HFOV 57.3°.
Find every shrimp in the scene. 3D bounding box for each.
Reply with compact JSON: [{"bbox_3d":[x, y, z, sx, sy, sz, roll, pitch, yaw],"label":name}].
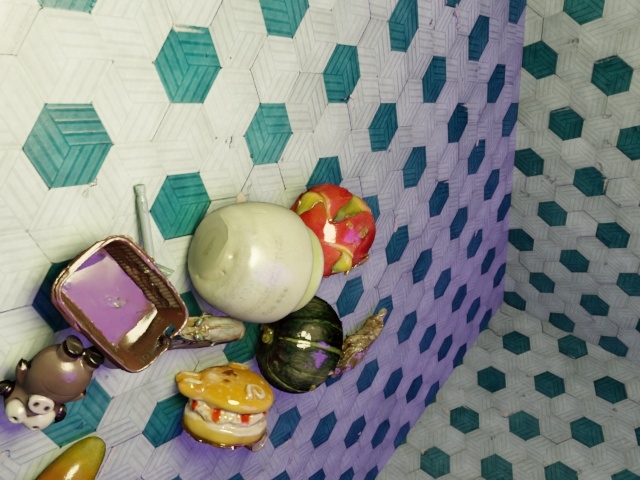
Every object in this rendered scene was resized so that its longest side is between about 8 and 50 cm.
[{"bbox_3d":[-0.331,0.254,1.564,0.360,0.246,0.086,52,23,-74],"label":"shrimp"}]

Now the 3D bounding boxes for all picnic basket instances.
[{"bbox_3d":[-0.457,0.133,1.317,0.222,0.129,0.297,-47,121,-25],"label":"picnic basket"}]

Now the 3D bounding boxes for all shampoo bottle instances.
[{"bbox_3d":[-0.172,0.056,1.550,0.317,0.322,0.323,11,103,-51],"label":"shampoo bottle"}]

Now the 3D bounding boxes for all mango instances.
[{"bbox_3d":[-0.649,0.620,1.456,0.289,0.129,0.146,-60,146,-22],"label":"mango"}]

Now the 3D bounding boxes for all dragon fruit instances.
[{"bbox_3d":[0.000,0.000,1.773,0.226,0.305,0.306,-46,144,-42],"label":"dragon fruit"}]

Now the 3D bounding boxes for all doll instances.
[{"bbox_3d":[-0.593,0.318,1.286,0.257,0.117,0.182,-43,124,8],"label":"doll"}]

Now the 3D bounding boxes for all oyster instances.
[{"bbox_3d":[0.148,0.458,2.498,0.396,0.111,0.204,-38,157,-35],"label":"oyster"}]

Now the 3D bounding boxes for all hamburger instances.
[{"bbox_3d":[-0.292,0.474,1.762,0.302,0.261,0.187,10,101,-14],"label":"hamburger"}]

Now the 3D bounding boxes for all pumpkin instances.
[{"bbox_3d":[-0.069,0.332,1.893,0.241,0.323,0.324,18,98,-27],"label":"pumpkin"}]

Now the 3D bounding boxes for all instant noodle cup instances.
[{"bbox_3d":[-0.253,0.653,2.014,0.127,0.135,0.127,-35,138,-39],"label":"instant noodle cup"}]

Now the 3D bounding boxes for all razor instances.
[{"bbox_3d":[-0.412,-0.020,1.394,0.068,0.106,0.232,-23,120,-46],"label":"razor"}]

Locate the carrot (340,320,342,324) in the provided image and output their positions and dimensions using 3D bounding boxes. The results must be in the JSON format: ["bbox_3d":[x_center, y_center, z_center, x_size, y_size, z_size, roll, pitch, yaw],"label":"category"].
[{"bbox_3d":[0.025,0.366,2.289,0.209,0.061,0.061,-34,137,-45],"label":"carrot"}]

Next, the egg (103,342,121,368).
[{"bbox_3d":[-0.487,0.255,1.445,0.135,0.103,0.103,-48,144,-27],"label":"egg"}]
